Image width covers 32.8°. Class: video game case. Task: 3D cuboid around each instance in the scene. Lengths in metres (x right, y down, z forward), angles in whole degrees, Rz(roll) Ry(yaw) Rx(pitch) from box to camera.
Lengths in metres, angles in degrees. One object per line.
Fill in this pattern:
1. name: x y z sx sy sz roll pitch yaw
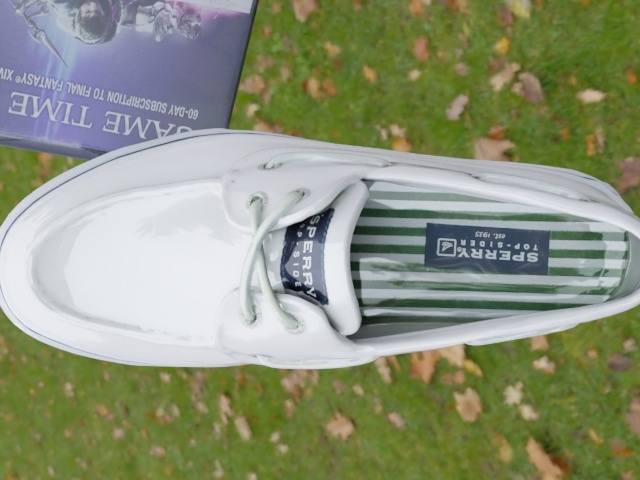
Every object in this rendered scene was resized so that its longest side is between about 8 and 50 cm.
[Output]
1. video game case: -0.104 -0.176 0.513 0.026 0.196 0.274 25 103 52

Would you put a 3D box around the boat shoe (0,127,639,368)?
1. boat shoe: 0.000 0.000 0.362 0.076 0.226 0.083 -133 37 -85
